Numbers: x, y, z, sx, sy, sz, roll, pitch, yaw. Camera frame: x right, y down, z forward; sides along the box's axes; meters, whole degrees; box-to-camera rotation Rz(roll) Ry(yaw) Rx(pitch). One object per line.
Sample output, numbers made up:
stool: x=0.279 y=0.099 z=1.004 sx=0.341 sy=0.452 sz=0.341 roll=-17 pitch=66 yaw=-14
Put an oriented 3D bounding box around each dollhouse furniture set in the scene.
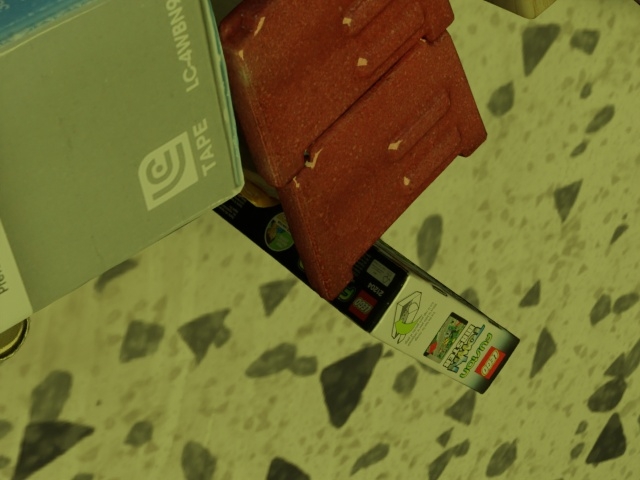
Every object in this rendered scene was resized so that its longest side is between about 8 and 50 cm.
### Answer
dollhouse furniture set: x=0.039 y=-0.174 z=0.735 sx=0.374 sy=0.201 sz=0.152 roll=-44 pitch=139 yaw=-20

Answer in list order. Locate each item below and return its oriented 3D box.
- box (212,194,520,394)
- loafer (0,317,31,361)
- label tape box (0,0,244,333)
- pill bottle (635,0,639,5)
box: x=0.000 y=0.000 z=0.802 sx=0.036 sy=0.207 sz=0.114 roll=-56 pitch=139 yaw=3
loafer: x=-0.192 y=0.025 z=0.759 sx=0.056 sy=0.050 sz=0.148 roll=-48 pitch=139 yaw=-5
label tape box: x=-0.240 y=-0.029 z=0.523 sx=0.347 sy=0.249 sz=0.115 roll=-33 pitch=135 yaw=-22
pill bottle: x=0.236 y=-0.197 z=0.951 sx=0.216 sy=0.121 sz=0.121 roll=25 pitch=99 yaw=-48
